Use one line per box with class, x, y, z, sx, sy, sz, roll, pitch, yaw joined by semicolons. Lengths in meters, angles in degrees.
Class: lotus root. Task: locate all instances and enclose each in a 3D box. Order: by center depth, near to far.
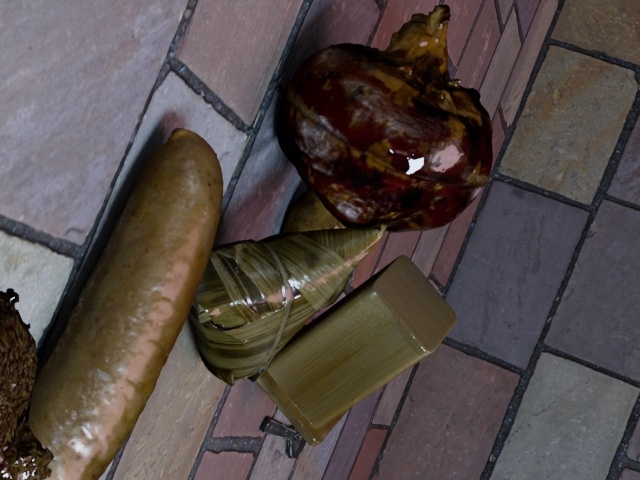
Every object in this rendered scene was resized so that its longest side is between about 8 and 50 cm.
lotus root;0.000;0.000;1.795;0.145;0.128;0.260;-13;122;-59

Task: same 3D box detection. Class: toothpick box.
toothpick box;0.062;0.180;1.870;0.308;0.187;0.190;-39;179;34

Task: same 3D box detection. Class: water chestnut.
water chestnut;0.109;-0.176;1.572;0.347;0.335;0.335;-56;166;11

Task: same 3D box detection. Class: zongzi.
zongzi;-0.044;0.083;1.555;0.288;0.134;0.286;-20;153;-11

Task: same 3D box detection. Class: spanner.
spanner;-0.073;0.394;2.229;0.093;0.026;0.325;-65;162;-9

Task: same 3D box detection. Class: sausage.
sausage;-0.230;0.108;1.210;0.136;0.123;0.501;42;67;-42

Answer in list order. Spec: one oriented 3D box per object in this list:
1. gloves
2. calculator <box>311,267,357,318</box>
gloves;-0.332;0.167;0.932;0.312;0.135;0.210;-56;155;-44
calculator;0.023;0.055;2.081;0.246;0.045;0.141;-39;147;-61
